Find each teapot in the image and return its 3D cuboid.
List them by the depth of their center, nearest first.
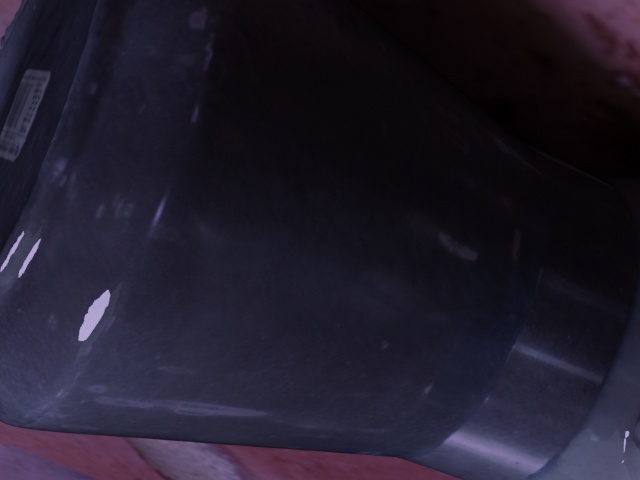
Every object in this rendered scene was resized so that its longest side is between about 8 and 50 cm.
[{"bbox_3d":[0.000,0.000,0.624,0.225,0.171,0.203,23,-175,-21],"label":"teapot"}]
